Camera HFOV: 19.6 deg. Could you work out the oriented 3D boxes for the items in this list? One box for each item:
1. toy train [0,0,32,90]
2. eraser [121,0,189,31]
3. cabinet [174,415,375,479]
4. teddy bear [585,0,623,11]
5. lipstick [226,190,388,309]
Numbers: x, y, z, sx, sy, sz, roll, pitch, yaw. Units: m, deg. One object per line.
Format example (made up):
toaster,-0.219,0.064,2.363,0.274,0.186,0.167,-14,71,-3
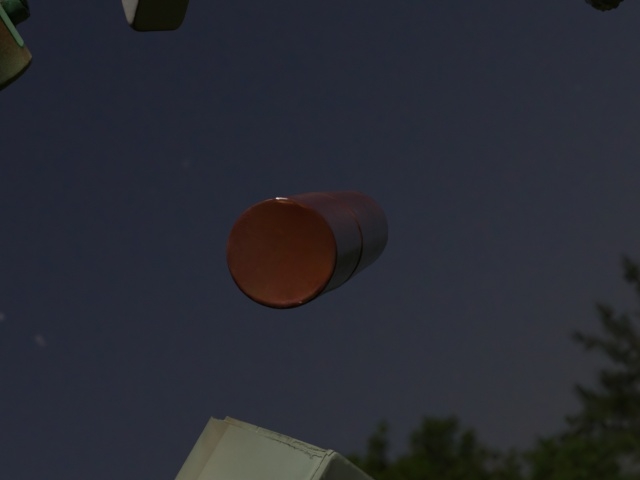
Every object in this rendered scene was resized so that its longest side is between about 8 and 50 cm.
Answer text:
toy train,-0.466,-0.184,2.059,0.326,0.129,0.159,-30,26,-5
eraser,-0.166,-0.418,2.190,0.089,0.061,0.352,-7,-57,-44
cabinet,-0.034,0.277,1.799,0.206,0.145,0.150,11,66,54
teddy bear,0.216,-0.218,1.196,0.111,0.133,0.213,-24,5,0
lipstick,0.000,0.000,1.033,0.057,0.057,0.357,-42,-3,6
